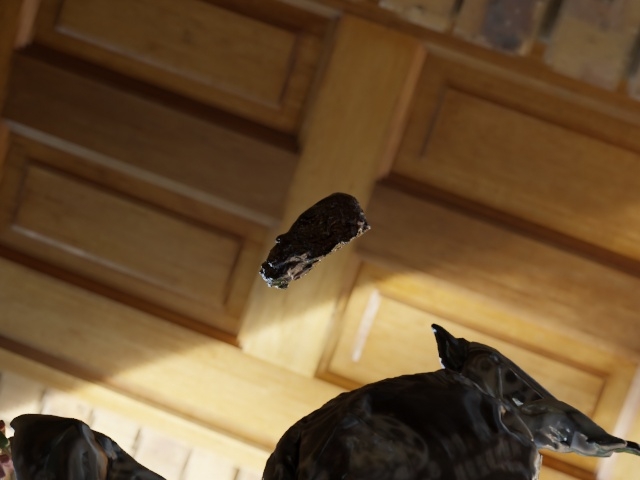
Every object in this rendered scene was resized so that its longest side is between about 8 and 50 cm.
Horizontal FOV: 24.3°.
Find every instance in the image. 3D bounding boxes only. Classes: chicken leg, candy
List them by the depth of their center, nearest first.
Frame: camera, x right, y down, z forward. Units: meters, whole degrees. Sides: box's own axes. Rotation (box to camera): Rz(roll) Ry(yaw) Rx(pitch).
[{"bbox_3d":[0.014,0.062,0.416,0.226,0.094,0.051,-5,-37,-49],"label":"candy"},{"bbox_3d":[0.003,-0.003,0.949,0.062,0.037,0.145,-49,-5,35],"label":"chicken leg"}]

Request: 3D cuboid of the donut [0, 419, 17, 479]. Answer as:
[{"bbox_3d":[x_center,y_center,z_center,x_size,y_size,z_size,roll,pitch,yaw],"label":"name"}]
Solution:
[{"bbox_3d":[-0.383,0.117,1.122,0.142,0.383,0.382,-53,-10,-7],"label":"donut"}]
